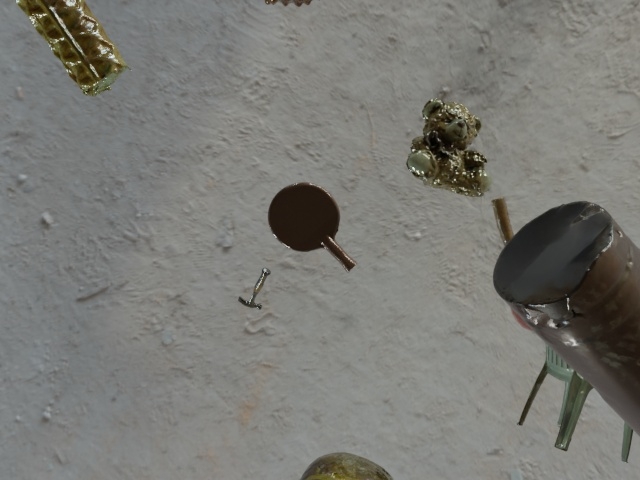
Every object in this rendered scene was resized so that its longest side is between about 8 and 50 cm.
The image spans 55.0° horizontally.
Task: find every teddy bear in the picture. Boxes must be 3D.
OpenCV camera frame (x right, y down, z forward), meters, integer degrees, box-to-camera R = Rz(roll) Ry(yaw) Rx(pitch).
[{"bbox_3d":[0.357,-0.262,1.705,0.267,0.156,0.255,17,85,-21],"label":"teddy bear"}]

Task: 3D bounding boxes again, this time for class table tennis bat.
[{"bbox_3d":[0.000,0.000,0.900,0.107,0.119,0.170,-42,108,8],"label":"table tennis bat"}]

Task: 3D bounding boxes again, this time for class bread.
[{"bbox_3d":[-0.464,-0.394,1.115,0.098,0.087,0.269,-29,100,30],"label":"bread"}]

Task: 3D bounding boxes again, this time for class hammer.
[{"bbox_3d":[-0.193,0.145,1.844,0.078,0.021,0.201,15,138,-12],"label":"hammer"}]

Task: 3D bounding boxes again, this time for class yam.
[{"bbox_3d":[0.386,-0.021,1.276,0.032,0.032,0.145,-17,101,15],"label":"yam"}]

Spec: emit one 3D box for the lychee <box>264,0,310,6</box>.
[{"bbox_3d":[-0.024,-0.361,0.686,0.200,0.238,0.199,0,94,6],"label":"lychee"}]

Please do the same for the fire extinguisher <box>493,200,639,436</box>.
[{"bbox_3d":[0.215,0.092,0.355,0.268,0.089,0.072,43,84,-17],"label":"fire extinguisher"}]

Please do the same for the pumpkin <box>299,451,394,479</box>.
[{"bbox_3d":[0.022,0.361,0.731,0.163,0.219,0.218,27,99,8],"label":"pumpkin"}]

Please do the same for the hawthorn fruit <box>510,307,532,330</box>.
[{"bbox_3d":[0.615,0.160,1.645,0.242,0.272,0.241,8,108,27],"label":"hawthorn fruit"}]

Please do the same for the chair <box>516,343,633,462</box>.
[{"bbox_3d":[0.504,0.265,1.217,0.191,0.203,0.274,13,88,-19],"label":"chair"}]
